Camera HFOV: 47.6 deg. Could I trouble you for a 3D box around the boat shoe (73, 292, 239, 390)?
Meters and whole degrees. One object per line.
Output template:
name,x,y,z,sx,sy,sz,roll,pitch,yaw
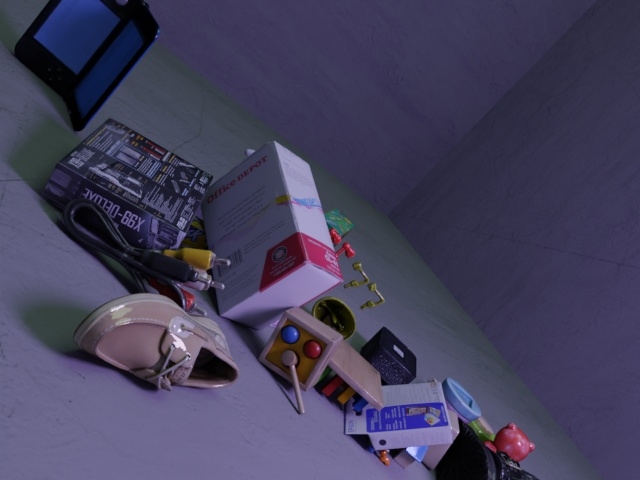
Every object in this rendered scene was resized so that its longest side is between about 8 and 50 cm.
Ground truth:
boat shoe,-0.213,0.154,1.016,0.098,0.109,0.302,49,7,28

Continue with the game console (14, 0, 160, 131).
game console,-0.512,-0.430,1.570,0.250,0.293,0.173,41,12,-11

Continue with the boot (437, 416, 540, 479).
boot,0.389,0.546,1.590,0.260,0.131,0.348,43,11,-6

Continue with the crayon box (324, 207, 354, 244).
crayon box,0.000,0.000,2.099,0.081,0.165,0.278,44,12,3

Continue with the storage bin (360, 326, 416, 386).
storage bin,0.170,0.303,1.818,0.122,0.084,0.180,44,11,-1

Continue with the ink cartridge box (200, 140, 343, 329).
ink cartridge box,-0.106,-0.009,1.452,0.131,0.226,0.306,30,36,-45

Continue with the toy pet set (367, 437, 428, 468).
toy pet set,0.156,0.405,1.463,0.114,0.065,0.122,42,12,-8

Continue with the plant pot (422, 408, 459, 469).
plant pot,0.234,0.420,1.604,0.096,0.109,0.109,31,12,2

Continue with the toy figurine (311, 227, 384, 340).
toy figurine,-0.035,0.052,1.753,0.362,0.191,0.217,50,-6,-23

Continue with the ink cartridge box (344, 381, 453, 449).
ink cartridge box,0.153,0.353,1.472,0.206,0.208,0.045,-77,163,-75

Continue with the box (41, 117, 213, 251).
box,-0.343,-0.103,1.353,0.242,0.076,0.307,29,21,-12

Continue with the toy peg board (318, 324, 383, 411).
toy peg board,0.043,0.280,1.492,0.160,0.079,0.161,44,12,-9

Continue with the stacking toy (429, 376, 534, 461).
stacking toy,0.431,0.473,1.986,0.309,0.130,0.279,44,12,-2

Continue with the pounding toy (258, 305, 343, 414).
pounding toy,-0.040,0.220,1.346,0.130,0.141,0.100,31,9,12

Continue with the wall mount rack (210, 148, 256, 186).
wall mount rack,-0.291,-0.165,1.714,0.304,0.130,0.350,4,0,-7

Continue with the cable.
cable,-0.301,0.040,1.203,0.287,0.139,0.072,24,-11,-2

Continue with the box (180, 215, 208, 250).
box,-0.275,-0.019,1.511,0.169,0.059,0.054,33,17,-42

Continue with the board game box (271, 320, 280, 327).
board game box,-0.109,0.145,1.573,0.103,0.026,0.154,52,14,33
